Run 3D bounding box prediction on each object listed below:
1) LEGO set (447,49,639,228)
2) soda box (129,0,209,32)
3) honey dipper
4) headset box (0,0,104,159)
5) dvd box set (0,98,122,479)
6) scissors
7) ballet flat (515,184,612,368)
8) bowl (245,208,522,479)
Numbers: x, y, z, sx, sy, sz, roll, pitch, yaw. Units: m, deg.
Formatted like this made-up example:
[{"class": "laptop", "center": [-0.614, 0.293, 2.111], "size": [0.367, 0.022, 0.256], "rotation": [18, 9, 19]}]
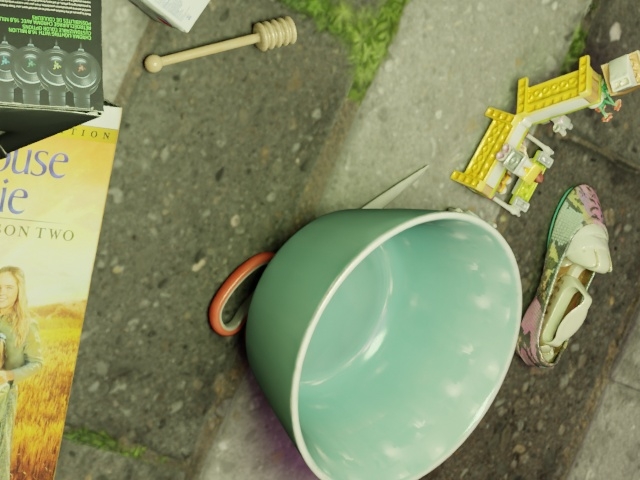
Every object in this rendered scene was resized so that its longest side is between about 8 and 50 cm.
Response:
[{"class": "LEGO set", "center": [0.261, -0.106, 1.838], "size": [0.107, 0.132, 0.287], "rotation": [30, 110, -39]}, {"class": "soda box", "center": [-0.106, -0.309, 1.589], "size": [0.069, 0.074, 0.216], "rotation": [37, 84, -34]}, {"class": "honey dipper", "center": [-0.100, -0.191, 1.656], "size": [0.161, 0.030, 0.030], "rotation": [-18, 113, -24]}, {"class": "headset box", "center": [-0.283, -0.205, 1.363], "size": [0.131, 0.246, 0.283], "rotation": [2, 82, -31]}, {"class": "dvd box set", "center": [-0.365, 0.055, 1.549], "size": [0.308, 0.062, 0.420], "rotation": [6, 101, -32]}, {"class": "scissors", "center": [0.000, 0.000, 1.778], "size": [0.297, 0.021, 0.109], "rotation": [-49, 123, -9]}, {"class": "ballet flat", "center": [0.293, 0.047, 1.934], "size": [0.077, 0.079, 0.221], "rotation": [18, 95, -33]}, {"class": "bowl", "center": [0.045, 0.091, 1.729], "size": [0.311, 0.163, 0.311], "rotation": [-19, 121, -35]}]
